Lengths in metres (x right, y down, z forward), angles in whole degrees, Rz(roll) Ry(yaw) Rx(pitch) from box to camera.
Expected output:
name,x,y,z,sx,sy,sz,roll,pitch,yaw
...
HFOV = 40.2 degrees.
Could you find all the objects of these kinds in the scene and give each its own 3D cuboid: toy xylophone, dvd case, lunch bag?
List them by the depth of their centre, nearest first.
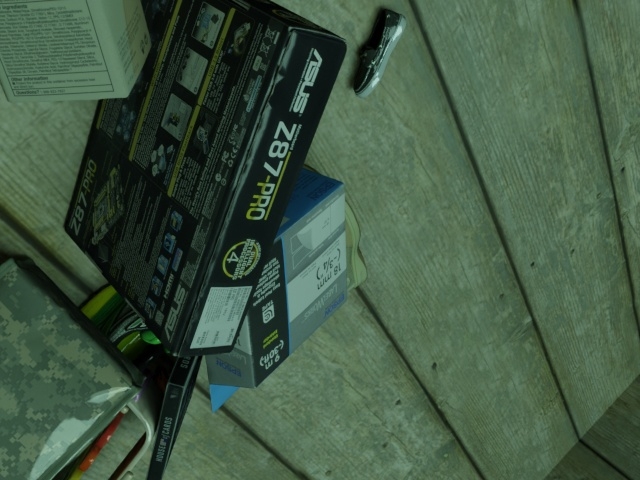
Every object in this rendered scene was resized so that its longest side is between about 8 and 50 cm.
name,x,y,z,sx,sy,sz,roll,pitch,yaw
lunch bag,-0.401,0.201,1.098,0.287,0.169,0.235,-44,95,-8
toy xylophone,-0.339,0.346,1.301,0.081,0.236,0.322,37,92,-7
dvd case,-0.215,0.232,1.337,0.030,0.179,0.238,17,129,-2

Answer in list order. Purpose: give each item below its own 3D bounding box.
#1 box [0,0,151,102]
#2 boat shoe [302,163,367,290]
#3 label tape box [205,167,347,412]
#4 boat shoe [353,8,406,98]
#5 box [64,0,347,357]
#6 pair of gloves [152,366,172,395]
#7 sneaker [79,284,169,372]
name,x,y,z,sx,sy,sz,roll,pitch,yaw
box,-0.285,-0.303,0.886,0.148,0.121,0.311,0,132,7
boat shoe,0.000,0.000,1.445,0.098,0.109,0.302,-39,144,-16
label tape box,-0.065,0.091,1.304,0.241,0.106,0.333,-41,141,-40
boat shoe,0.082,-0.291,1.353,0.040,0.049,0.142,21,103,-30
box,-0.160,-0.109,1.041,0.097,0.318,0.394,1,117,-45
pair of gloves,-0.240,0.219,1.453,0.083,0.010,0.074,-32,139,-25
sneaker,-0.215,0.082,1.268,0.343,0.146,0.134,-51,140,-2
